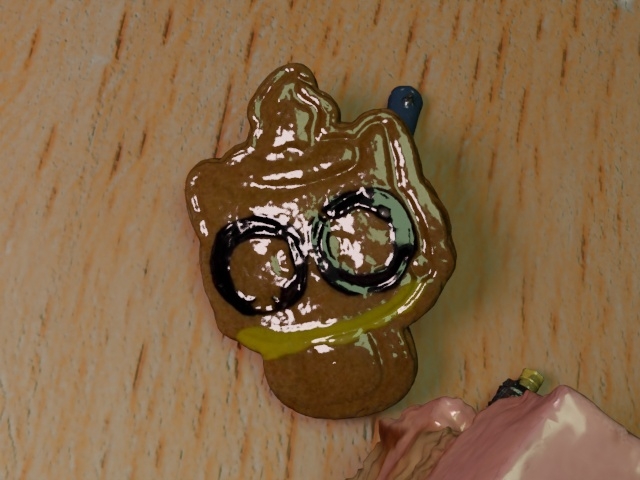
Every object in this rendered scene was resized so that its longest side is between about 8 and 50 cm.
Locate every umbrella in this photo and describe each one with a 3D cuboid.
[{"bbox_3d":[0.141,0.165,1.000,0.037,0.040,0.144,23,62,31],"label":"umbrella"}]

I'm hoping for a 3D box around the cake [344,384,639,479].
[{"bbox_3d":[0.136,0.279,0.798,0.314,0.307,0.293,37,72,-1],"label":"cake"}]

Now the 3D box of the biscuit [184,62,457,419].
[{"bbox_3d":[0.000,0.000,0.963,0.208,0.041,0.290,-14,89,9],"label":"biscuit"}]

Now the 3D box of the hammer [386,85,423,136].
[{"bbox_3d":[0.057,-0.063,1.052,0.116,0.069,0.194,20,59,-6],"label":"hammer"}]
